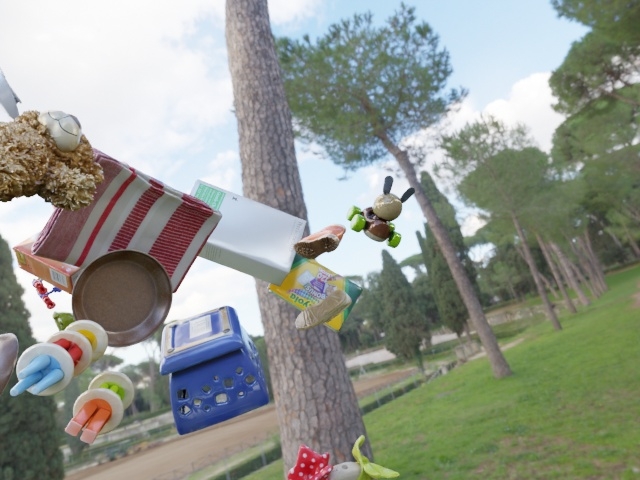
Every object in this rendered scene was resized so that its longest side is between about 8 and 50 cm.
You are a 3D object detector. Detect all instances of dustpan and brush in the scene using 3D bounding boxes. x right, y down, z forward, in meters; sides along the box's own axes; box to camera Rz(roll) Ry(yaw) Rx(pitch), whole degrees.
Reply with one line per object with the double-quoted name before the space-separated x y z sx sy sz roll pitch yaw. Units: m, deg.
"dustpan and brush" -0.683 -0.352 1.011 0.060 0.211 0.147 -37 38 -24

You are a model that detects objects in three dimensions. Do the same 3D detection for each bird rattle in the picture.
"bird rattle" 0.041 0.543 1.041 0.253 0.207 0.143 -4 18 -38

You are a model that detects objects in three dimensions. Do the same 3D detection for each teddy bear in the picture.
"teddy bear" -0.439 -0.116 0.661 0.338 0.245 0.113 -23 -43 -57

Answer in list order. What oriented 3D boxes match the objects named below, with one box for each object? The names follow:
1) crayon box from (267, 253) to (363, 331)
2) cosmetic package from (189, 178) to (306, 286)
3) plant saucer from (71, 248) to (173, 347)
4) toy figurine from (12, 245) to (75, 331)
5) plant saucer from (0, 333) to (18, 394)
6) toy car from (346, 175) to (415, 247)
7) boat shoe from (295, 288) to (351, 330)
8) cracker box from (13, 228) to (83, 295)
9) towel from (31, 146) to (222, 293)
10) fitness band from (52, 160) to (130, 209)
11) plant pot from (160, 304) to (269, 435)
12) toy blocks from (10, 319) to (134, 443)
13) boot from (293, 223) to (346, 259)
"crayon box" -0.018 0.168 1.628 0.165 0.278 0.081 -59 -6 -14
"cosmetic package" -0.252 -0.019 1.514 0.365 0.197 0.155 19 -26 -7
"plant saucer" -0.403 0.116 0.982 0.198 0.198 0.036 -4 4 -39
"toy figurine" -0.779 0.137 1.540 0.217 0.362 0.191 -31 15 -31
"plant saucer" -0.633 0.251 0.904 0.168 0.168 0.029 -23 -40 24
"toy car" 0.193 -0.099 1.446 0.155 0.149 0.188 23 -69 -16
"boat shoe" 0.011 0.196 1.294 0.170 0.063 0.059 -34 -41 19
"cracker box" -0.540 0.007 1.105 0.232 0.156 0.067 -53 -19 -50
"towel" -0.388 -0.020 1.023 0.329 0.037 0.237 28 -84 -46
"fitness band" -0.797 -0.186 1.686 0.291 0.054 0.209 -40 32 -26
"plant pot" -0.281 0.310 1.234 0.236 0.212 0.236 -18 21 -9
"toy blocks" -0.254 0.155 0.499 0.054 0.123 0.148 -25 6 -4
"boot" 0.000 0.000 1.288 0.158 0.059 0.084 -15 28 39
